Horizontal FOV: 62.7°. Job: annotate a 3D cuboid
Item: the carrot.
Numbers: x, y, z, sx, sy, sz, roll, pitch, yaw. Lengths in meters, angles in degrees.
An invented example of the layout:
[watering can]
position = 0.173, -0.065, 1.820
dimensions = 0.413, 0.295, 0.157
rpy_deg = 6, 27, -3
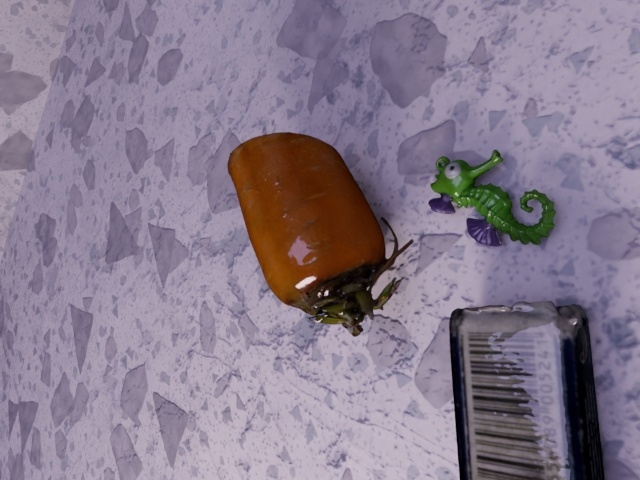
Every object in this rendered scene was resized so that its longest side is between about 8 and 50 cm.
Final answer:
[carrot]
position = 0.000, 0.000, 0.806
dimensions = 0.193, 0.214, 0.331
rpy_deg = -53, 49, 48

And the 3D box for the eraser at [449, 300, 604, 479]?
[eraser]
position = 0.246, 0.238, 0.620
dimensions = 0.155, 0.101, 0.332
rpy_deg = -9, 82, 40

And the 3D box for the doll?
[doll]
position = 0.223, -0.057, 0.700
dimensions = 0.190, 0.050, 0.115
rpy_deg = 44, 122, 34
